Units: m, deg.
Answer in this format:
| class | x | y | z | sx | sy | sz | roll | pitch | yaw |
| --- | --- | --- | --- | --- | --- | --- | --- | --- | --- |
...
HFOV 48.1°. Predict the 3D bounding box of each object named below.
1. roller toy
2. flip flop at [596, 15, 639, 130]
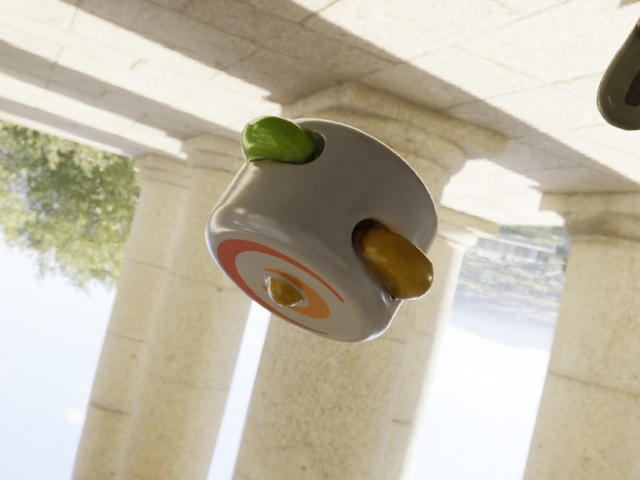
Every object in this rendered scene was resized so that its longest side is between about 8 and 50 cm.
| class | x | y | z | sx | sy | sz | roll | pitch | yaw |
| --- | --- | --- | --- | --- | --- | --- | --- | --- | --- |
| roller toy | 0.000 | 0.000 | 0.664 | 0.209 | 0.146 | 0.191 | 30 | 155 | 5 |
| flip flop | 0.381 | -0.235 | 0.766 | 0.112 | 0.277 | 0.080 | 30 | -143 | 13 |
